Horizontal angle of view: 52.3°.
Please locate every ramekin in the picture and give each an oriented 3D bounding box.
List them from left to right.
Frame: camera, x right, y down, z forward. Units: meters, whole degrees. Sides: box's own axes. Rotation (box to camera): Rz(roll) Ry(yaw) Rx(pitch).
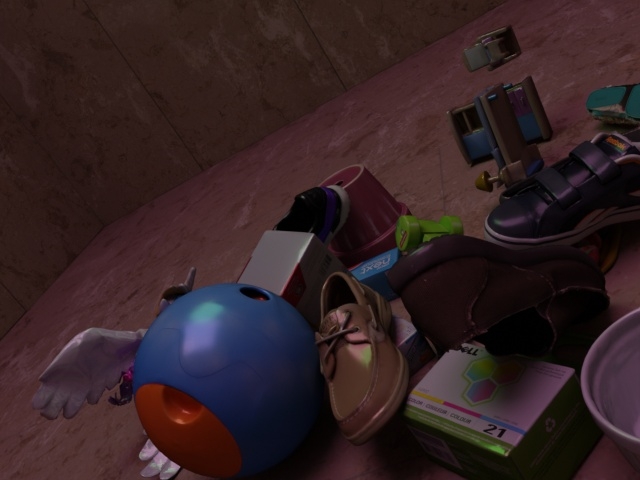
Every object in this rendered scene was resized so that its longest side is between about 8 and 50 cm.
[{"bbox_3d":[0.371,0.153,0.622,0.207,0.109,0.207,-29,21,12],"label":"ramekin"}]

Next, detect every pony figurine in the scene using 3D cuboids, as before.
[{"bbox_3d":[-0.314,0.225,1.240,0.351,0.302,0.363,-62,2,-12],"label":"pony figurine"}]

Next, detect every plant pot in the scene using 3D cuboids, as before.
[{"bbox_3d":[0.083,-0.058,1.419,0.201,0.180,0.201,-28,21,12],"label":"plant pot"}]

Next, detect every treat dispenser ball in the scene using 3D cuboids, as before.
[{"bbox_3d":[-0.136,0.208,0.988,0.288,0.288,0.288,-29,21,12],"label":"treat dispenser ball"}]

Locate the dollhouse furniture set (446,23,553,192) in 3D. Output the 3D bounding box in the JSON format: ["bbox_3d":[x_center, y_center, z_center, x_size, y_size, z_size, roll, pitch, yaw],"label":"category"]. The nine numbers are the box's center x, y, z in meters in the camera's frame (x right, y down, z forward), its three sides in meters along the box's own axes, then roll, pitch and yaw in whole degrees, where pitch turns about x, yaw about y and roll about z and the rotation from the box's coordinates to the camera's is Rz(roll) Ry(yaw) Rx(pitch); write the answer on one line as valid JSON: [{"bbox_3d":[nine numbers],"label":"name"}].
[{"bbox_3d":[0.321,-0.258,1.365,0.198,0.286,0.303,-18,14,36],"label":"dollhouse furniture set"}]

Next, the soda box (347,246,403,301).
[{"bbox_3d":[0.071,0.093,1.258,0.210,0.067,0.071,-24,22,22],"label":"soda box"}]

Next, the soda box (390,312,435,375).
[{"bbox_3d":[0.110,0.157,1.071,0.063,0.058,0.183,-38,21,-12],"label":"soda box"}]

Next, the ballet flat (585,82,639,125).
[{"bbox_3d":[0.604,-0.256,1.238,0.091,0.077,0.241,-64,17,10],"label":"ballet flat"}]

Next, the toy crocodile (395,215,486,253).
[{"bbox_3d":[0.218,0.029,1.143,0.115,0.105,0.340,-1,20,-16],"label":"toy crocodile"}]

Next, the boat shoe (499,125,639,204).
[{"bbox_3d":[0.460,-0.121,1.123,0.335,0.095,0.112,-34,20,-2],"label":"boat shoe"}]

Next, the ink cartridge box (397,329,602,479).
[{"bbox_3d":[0.246,0.169,0.787,0.255,0.097,0.188,-43,22,-23],"label":"ink cartridge box"}]

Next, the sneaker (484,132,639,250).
[{"bbox_3d":[0.392,-0.083,0.962,0.321,0.127,0.126,-17,35,-6],"label":"sneaker"}]

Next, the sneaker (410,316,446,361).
[{"bbox_3d":[0.197,0.140,0.972,0.170,0.089,0.051,56,127,38],"label":"sneaker"}]

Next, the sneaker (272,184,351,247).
[{"bbox_3d":[-0.053,0.022,1.312,0.102,0.293,0.146,31,22,31],"label":"sneaker"}]

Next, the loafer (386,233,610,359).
[{"bbox_3d":[0.230,0.087,0.777,0.134,0.366,0.130,-44,53,41],"label":"loafer"}]

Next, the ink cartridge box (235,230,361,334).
[{"bbox_3d":[-0.033,0.084,1.149,0.127,0.176,0.128,3,56,44],"label":"ink cartridge box"}]

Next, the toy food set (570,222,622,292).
[{"bbox_3d":[0.379,0.004,0.996,0.128,0.071,0.218,-16,27,39],"label":"toy food set"}]

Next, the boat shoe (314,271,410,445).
[{"bbox_3d":[0.039,0.151,0.918,0.121,0.110,0.341,-44,14,13],"label":"boat shoe"}]
